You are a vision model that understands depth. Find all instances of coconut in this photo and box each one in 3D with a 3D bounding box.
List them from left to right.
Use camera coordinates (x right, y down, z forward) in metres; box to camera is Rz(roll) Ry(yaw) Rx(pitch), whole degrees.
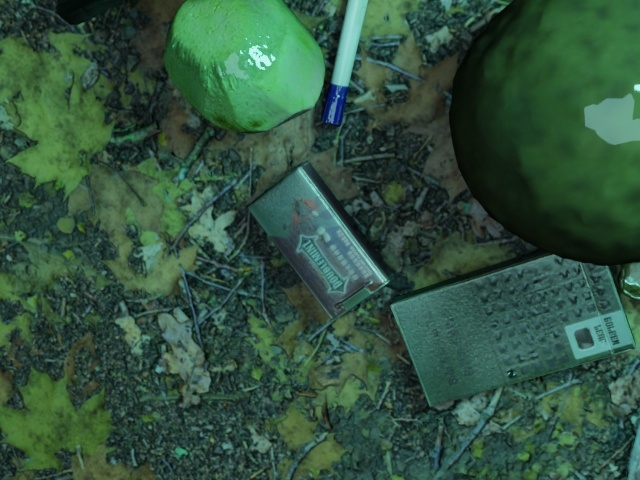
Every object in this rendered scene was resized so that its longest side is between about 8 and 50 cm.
[{"bbox_3d":[-0.106,-0.251,1.368,0.235,0.236,0.205,-2,69,12],"label":"coconut"}]

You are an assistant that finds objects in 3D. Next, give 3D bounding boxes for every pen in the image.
[{"bbox_3d":[0.044,-0.300,1.411,0.033,0.033,0.269,15,106,7],"label":"pen"}]

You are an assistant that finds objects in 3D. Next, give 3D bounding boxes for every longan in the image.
[{"bbox_3d":[0.359,-0.162,1.215,0.390,0.391,0.391,3,104,11],"label":"longan"}]

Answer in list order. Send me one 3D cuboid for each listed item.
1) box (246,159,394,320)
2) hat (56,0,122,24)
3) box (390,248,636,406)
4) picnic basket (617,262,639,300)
[{"bbox_3d":[0.000,0.000,1.473,0.120,0.069,0.224,-38,93,17],"label":"box"},{"bbox_3d":[-0.217,-0.459,1.383,0.381,0.257,0.367,-26,68,51],"label":"hat"},{"bbox_3d":[0.287,0.123,1.455,0.324,0.047,0.180,-19,99,14],"label":"box"},{"bbox_3d":[0.494,-0.004,1.381,0.110,0.055,0.194,16,106,8],"label":"picnic basket"}]
